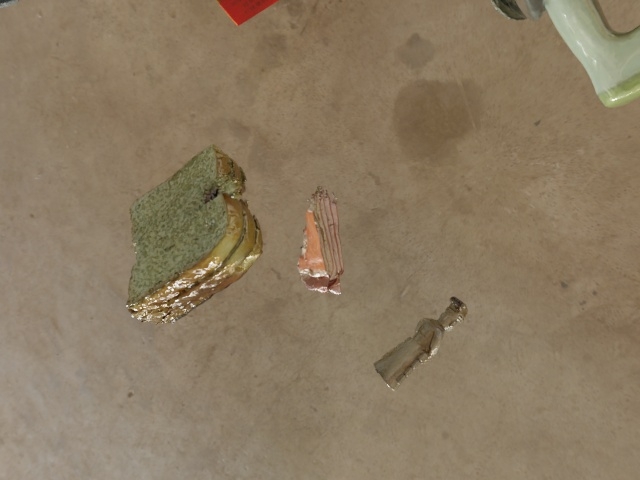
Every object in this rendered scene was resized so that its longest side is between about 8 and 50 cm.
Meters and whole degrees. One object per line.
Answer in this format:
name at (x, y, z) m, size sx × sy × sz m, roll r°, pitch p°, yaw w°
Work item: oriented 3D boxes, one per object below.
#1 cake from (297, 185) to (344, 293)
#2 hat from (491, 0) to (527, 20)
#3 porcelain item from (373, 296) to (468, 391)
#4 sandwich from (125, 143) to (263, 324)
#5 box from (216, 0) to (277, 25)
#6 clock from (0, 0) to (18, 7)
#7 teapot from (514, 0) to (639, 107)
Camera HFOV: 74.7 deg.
cake at (-0.005, 0.000, 1.094) m, size 0.135 × 0.098 × 0.287 m, roll 14°, pitch 107°, yaw 52°
hat at (0.264, -0.471, 0.650) m, size 0.128 × 0.266 × 0.265 m, roll 25°, pitch 111°, yaw 48°
porcelain item at (0.202, 0.197, 0.818) m, size 0.213 × 0.084 × 0.054 m, roll -42°, pitch 120°, yaw 1°
sandwich at (-0.228, -0.018, 0.750) m, size 0.249 × 0.095 × 0.273 m, roll -33°, pitch 49°, yaw 13°
box at (-0.212, -0.703, 1.049) m, size 0.197 × 0.313 × 0.089 m, roll -24°, pitch 81°, yaw 13°
clock at (-0.660, -0.394, 0.658) m, size 0.313 × 0.312 × 0.061 m, roll 4°, pitch 119°, yaw 21°
teapot at (0.214, -0.304, 0.291) m, size 0.239 × 0.239 × 0.321 m, roll -28°, pitch 51°, yaw 32°
